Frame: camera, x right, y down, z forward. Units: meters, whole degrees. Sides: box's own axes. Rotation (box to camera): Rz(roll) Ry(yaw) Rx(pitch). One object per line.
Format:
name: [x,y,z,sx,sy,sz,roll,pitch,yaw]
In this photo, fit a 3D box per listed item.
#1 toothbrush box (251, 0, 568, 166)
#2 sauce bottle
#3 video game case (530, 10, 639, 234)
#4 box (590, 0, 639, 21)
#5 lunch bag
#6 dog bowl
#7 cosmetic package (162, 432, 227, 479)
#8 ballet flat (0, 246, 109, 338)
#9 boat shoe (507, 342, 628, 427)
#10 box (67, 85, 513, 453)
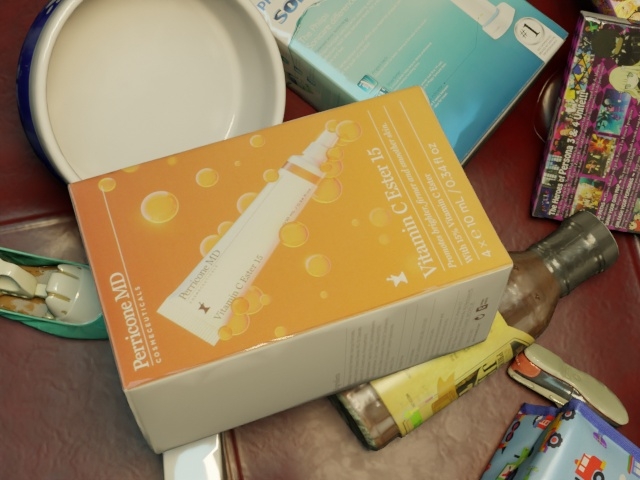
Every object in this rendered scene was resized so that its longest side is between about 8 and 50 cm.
toothbrush box: [0.089,-0.224,1.079,0.295,0.126,0.216,39,78,6]
sauce bottle: [0.165,0.087,1.013,0.344,0.111,0.111,-33,80,-8]
video game case: [0.359,-0.118,1.039,0.210,0.042,0.232,9,116,2]
box: [0.430,-0.245,1.059,0.201,0.057,0.293,-32,108,0]
lunch bag: [0.295,0.335,0.964,0.293,0.138,0.221,36,74,-4]
dog bowl: [-0.176,-0.154,0.992,0.264,0.104,0.265,-7,104,-29]
cosmetic package: [-0.130,0.208,0.976,0.060,0.099,0.239,-4,76,-5]
ballet flat: [-0.301,0.053,1.010,0.247,0.087,0.083,10,76,-1]
boat shoe: [0.270,0.165,1.038,0.137,0.049,0.043,33,119,3]
box: [-0.030,0.025,0.893,0.345,0.168,0.215,-18,62,-10]
